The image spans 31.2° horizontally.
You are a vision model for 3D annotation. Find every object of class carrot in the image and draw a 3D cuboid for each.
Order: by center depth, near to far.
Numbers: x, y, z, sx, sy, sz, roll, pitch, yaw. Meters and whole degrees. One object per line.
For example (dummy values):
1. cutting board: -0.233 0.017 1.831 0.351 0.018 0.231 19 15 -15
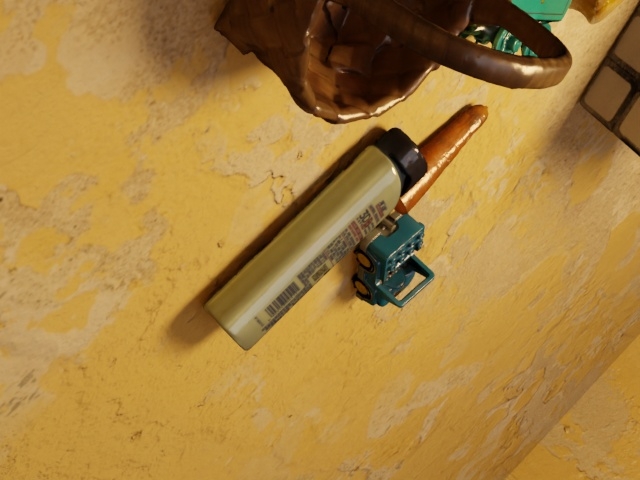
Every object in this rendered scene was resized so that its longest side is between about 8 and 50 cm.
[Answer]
1. carrot: 0.175 -0.129 1.680 0.209 0.061 0.061 -44 153 -14

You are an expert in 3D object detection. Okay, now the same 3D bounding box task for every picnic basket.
1. picnic basket: 0.109 -0.241 1.145 0.293 0.337 0.337 -8 134 -51

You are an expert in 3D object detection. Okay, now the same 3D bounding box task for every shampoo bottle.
1. shampoo bottle: 0.000 0.000 1.573 0.359 0.078 0.134 -44 157 -6

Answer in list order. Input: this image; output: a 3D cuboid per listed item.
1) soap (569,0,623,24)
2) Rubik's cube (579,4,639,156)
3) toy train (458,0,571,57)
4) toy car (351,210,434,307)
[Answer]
1. soap: 0.452 -0.434 1.645 0.232 0.073 0.140 -41 154 -12
2. Rubik's cube: 0.680 -0.253 1.902 0.301 0.304 0.305 8 121 -39
3. toy train: 0.247 -0.311 1.488 0.198 0.107 0.154 -9 127 -51
4. toy car: 0.116 0.040 1.769 0.097 0.100 0.191 -39 157 -23
